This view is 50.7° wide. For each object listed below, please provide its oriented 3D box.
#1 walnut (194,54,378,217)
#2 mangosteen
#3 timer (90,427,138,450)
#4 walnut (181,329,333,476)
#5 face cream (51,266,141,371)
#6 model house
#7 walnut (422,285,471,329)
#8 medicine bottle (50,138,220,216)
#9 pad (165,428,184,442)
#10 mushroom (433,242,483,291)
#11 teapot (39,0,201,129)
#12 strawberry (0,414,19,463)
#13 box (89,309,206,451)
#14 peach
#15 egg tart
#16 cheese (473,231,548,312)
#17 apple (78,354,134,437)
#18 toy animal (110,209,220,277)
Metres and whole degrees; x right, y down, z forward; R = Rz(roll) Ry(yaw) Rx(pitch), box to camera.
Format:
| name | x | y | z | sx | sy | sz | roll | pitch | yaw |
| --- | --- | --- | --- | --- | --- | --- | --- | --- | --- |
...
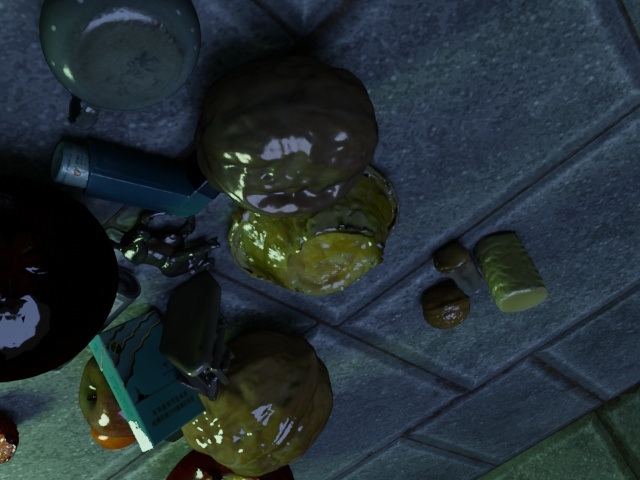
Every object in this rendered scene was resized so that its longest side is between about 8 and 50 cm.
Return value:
| name | x | y | z | sx | sy | sz | roll | pitch | yaw |
| --- | --- | --- | --- | --- | --- | --- | --- | --- | --- |
| walnut | -0.047 | -0.152 | 0.988 | 0.273 | 0.227 | 0.273 | -11 | 141 | -9 |
| mangosteen | -0.464 | 0.063 | 1.008 | 0.306 | 0.307 | 0.347 | -3 | 168 | -23 |
| timer | -0.466 | 0.419 | 1.554 | 0.136 | 0.099 | 0.136 | -15 | 129 | -19 |
| walnut | -0.130 | 0.349 | 1.489 | 0.306 | 0.306 | 0.344 | 25 | 115 | -43 |
| face cream | -0.451 | 0.159 | 1.273 | 0.283 | 0.073 | 0.073 | -41 | 138 | 21 |
| model house | -0.227 | 0.200 | 1.315 | 0.122 | 0.229 | 0.188 | -10 | 138 | 10 |
| walnut | 0.304 | 0.160 | 1.624 | 0.124 | 0.105 | 0.105 | -19 | 145 | 23 |
| medicine bottle | -0.274 | -0.105 | 1.050 | 0.258 | 0.079 | 0.124 | 10 | 135 | -34 |
| pad | -0.347 | 0.449 | 1.717 | 0.211 | 0.003 | 0.143 | -36 | 140 | 16 |
| mushroom | 0.328 | 0.074 | 1.568 | 0.084 | 0.071 | 0.209 | -28 | 145 | 15 |
| teapot | -0.250 | -0.260 | 0.848 | 0.193 | 0.129 | 0.294 | 16 | 129 | -39 |
| strawberry | -0.719 | 0.425 | 1.439 | 0.145 | 0.086 | 0.145 | -15 | 142 | -12 |
| box | -0.327 | 0.260 | 1.290 | 0.041 | 0.229 | 0.162 | -29 | 178 | 29 |
| peach | -0.254 | 0.700 | 1.811 | 0.335 | 0.310 | 0.406 | 38 | 105 | -7 |
| egg tart | 0.000 | 0.000 | 1.269 | 0.345 | 0.132 | 0.345 | -12 | 142 | -10 |
| cheese | 0.427 | 0.072 | 1.529 | 0.123 | 0.167 | 0.094 | -6 | 142 | -16 |
| apple | -0.392 | 0.305 | 1.383 | 0.173 | 0.188 | 0.188 | 2 | 136 | -46 |
| toy animal | -0.276 | 0.013 | 1.184 | 0.232 | 0.084 | 0.148 | 11 | 132 | -39 |
